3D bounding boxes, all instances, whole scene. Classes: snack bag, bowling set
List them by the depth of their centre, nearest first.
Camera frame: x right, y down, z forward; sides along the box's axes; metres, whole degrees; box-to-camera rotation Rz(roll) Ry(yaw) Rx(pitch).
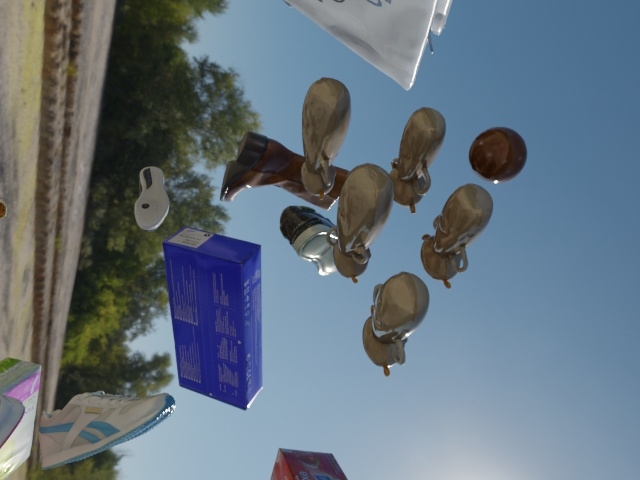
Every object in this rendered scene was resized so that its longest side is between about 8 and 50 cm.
[{"bbox_3d":[0.099,-0.025,0.495,0.154,0.199,0.287,100,-21,-59],"label":"bowling set"},{"bbox_3d":[0.028,-0.355,0.645,0.037,0.323,0.342,-51,172,-5],"label":"snack bag"}]

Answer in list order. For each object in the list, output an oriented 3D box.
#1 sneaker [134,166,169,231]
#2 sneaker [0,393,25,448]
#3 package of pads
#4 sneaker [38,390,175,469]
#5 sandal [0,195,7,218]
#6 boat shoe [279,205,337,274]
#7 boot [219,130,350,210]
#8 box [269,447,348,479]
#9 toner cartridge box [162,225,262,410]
[{"bbox_3d":[-0.421,-0.075,1.264,0.121,0.079,0.217,103,-19,-45],"label":"sneaker"},{"bbox_3d":[-0.512,0.199,0.652,0.111,0.252,0.103,69,33,-44],"label":"sneaker"},{"bbox_3d":[-0.676,0.392,0.983,0.296,0.101,0.229,-91,-168,-84],"label":"package of pads"},{"bbox_3d":[-0.335,0.274,0.769,0.087,0.228,0.092,49,20,-72],"label":"sneaker"},{"bbox_3d":[-0.512,-0.046,0.739,0.088,0.079,0.240,-40,-142,21],"label":"sandal"},{"bbox_3d":[0.000,0.000,0.819,0.081,0.228,0.069,-40,-111,3],"label":"boat shoe"},{"bbox_3d":[-0.099,-0.145,1.279,0.264,0.280,0.096,-50,-150,43],"label":"boot"},{"bbox_3d":[-0.007,0.496,0.887,0.257,0.122,0.128,-157,-97,-70],"label":"box"},{"bbox_3d":[-0.200,0.156,0.962,0.075,0.165,0.348,-47,146,-55],"label":"toner cartridge box"}]
